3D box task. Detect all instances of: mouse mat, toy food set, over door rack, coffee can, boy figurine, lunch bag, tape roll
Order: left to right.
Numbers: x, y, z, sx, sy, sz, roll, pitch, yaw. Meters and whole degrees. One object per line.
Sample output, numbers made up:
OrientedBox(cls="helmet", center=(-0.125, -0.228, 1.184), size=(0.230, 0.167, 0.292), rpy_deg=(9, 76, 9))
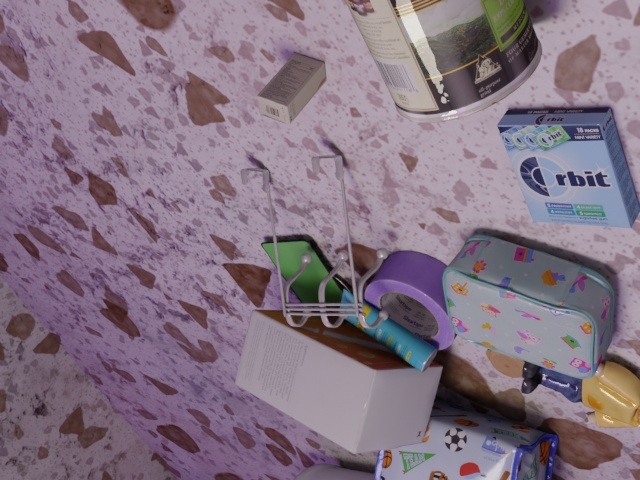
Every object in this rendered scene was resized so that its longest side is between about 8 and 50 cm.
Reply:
OrientedBox(cls="mouse mat", center=(-0.030, 0.070, 1.933), size=(0.152, 0.007, 0.190), rpy_deg=(-3, 129, 46))
OrientedBox(cls="over door rack", center=(0.000, 0.000, 1.714), size=(0.239, 0.108, 0.324), rpy_deg=(-6, 104, 50))
OrientedBox(cls="tape roll", center=(0.182, 0.113, 1.738), size=(0.189, 0.080, 0.189), rpy_deg=(25, 146, 18))
OrientedBox(cls="coffee can", center=(0.129, -0.311, 1.123), size=(0.201, 0.201, 0.275), rpy_deg=(4, 136, 42))
OrientedBox(cls="lunch bag", center=(0.286, 0.551, 1.922), size=(0.327, 0.239, 0.386), rpy_deg=(10, 95, 37))
OrientedBox(cls="toy food set", center=(0.359, 0.232, 1.772), size=(0.082, 0.020, 0.083), rpy_deg=(42, 148, -7))
OrientedBox(cls="lunch bag", center=(0.342, 0.113, 1.550), size=(0.279, 0.108, 0.224), rpy_deg=(19, 149, 30))
OrientedBox(cls="boy figurine", center=(0.499, 0.279, 1.629), size=(0.285, 0.092, 0.177), rpy_deg=(25, 144, 25))

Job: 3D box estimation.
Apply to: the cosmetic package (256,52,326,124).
OrientedBox(cls="cosmetic package", center=(-0.045, -0.240, 1.470), size=(0.060, 0.115, 0.041), rpy_deg=(24, 147, 23))

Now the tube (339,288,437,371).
OrientedBox(cls="tube", center=(0.122, 0.170, 1.756), size=(0.207, 0.052, 0.080), rpy_deg=(33, 136, 21))

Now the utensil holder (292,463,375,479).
OrientedBox(cls="utensil holder", center=(0.129, 0.765, 2.417), size=(0.385, 0.328, 0.328), rpy_deg=(-6, 128, 45))

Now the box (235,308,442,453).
OrientedBox(cls="box", center=(0.031, 0.269, 1.854), size=(0.345, 0.168, 0.215), rpy_deg=(22, -169, 41))

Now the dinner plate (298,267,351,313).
OrientedBox(cls="dinner plate", center=(0.017, 0.105, 1.953), size=(0.141, 0.017, 0.141), rpy_deg=(26, 147, 18))

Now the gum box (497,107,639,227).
OrientedBox(cls="gum box", center=(0.353, -0.102, 1.323), size=(0.157, 0.041, 0.184), rpy_deg=(6, 136, 41))
